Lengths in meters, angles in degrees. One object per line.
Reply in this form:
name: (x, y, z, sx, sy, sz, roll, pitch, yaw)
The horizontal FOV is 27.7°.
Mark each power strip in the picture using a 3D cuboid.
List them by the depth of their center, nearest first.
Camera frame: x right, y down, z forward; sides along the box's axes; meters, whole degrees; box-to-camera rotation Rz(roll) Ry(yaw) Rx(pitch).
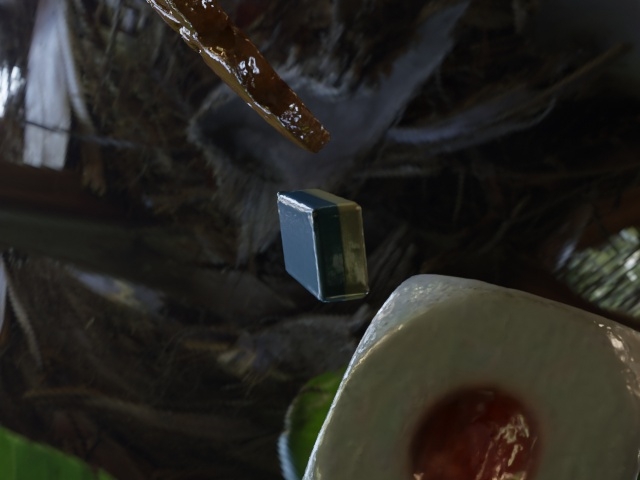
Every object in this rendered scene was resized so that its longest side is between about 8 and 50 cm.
power strip: (0.000, 0.000, 0.790, 0.032, 0.123, 0.056, -7, -81, -11)

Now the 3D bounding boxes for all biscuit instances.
biscuit: (-0.101, -0.186, 1.159, 0.043, 0.284, 0.306, -43, -71, 1)

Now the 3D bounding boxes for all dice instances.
dice: (0.138, 0.179, 1.079, 0.243, 0.251, 0.259, 19, -97, 15)
